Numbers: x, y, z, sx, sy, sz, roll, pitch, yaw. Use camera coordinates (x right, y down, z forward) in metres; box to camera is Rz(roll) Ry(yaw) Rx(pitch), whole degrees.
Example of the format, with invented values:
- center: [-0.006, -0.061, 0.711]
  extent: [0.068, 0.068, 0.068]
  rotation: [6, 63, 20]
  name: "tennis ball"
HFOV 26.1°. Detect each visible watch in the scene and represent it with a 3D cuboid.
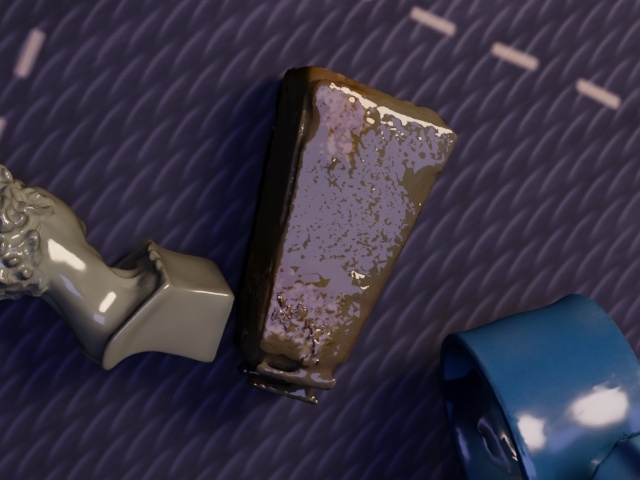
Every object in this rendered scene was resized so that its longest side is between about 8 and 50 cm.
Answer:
- center: [0.207, 0.177, 1.202]
  extent: [0.241, 0.305, 0.274]
  rotation: [-15, 60, -11]
  name: "watch"

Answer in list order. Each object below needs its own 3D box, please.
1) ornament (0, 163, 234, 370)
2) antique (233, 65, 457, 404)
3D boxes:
- center: [-0.213, 0.032, 1.193]
  extent: [0.285, 0.130, 0.120]
  rotation: [28, 102, -13]
  name: "ornament"
- center: [0.000, 0.000, 1.237]
  extent: [0.150, 0.125, 0.284]
  rotation: [18, 91, -13]
  name: "antique"
